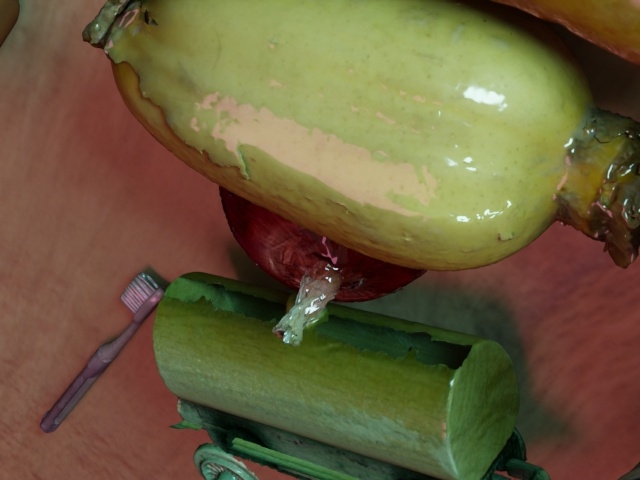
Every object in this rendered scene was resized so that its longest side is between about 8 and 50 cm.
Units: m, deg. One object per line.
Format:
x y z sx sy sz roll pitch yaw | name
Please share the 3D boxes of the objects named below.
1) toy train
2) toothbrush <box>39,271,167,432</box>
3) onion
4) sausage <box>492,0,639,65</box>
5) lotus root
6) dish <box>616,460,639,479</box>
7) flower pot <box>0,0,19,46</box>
0.008 0.122 0.905 0.307 0.126 0.189 12 146 36 | toy train
-0.205 0.108 1.188 0.029 0.024 0.354 46 144 2 | toothbrush
0.000 0.000 0.787 0.150 0.140 0.150 15 140 13 | onion
0.071 -0.155 0.595 0.271 0.109 0.109 22 140 23 | sausage
0.025 -0.070 0.677 0.303 0.131 0.146 20 105 11 | lotus root
0.294 0.186 0.731 0.303 0.120 0.303 24 141 22 | dish
-0.307 -0.141 0.891 0.191 0.173 0.190 25 140 23 | flower pot
